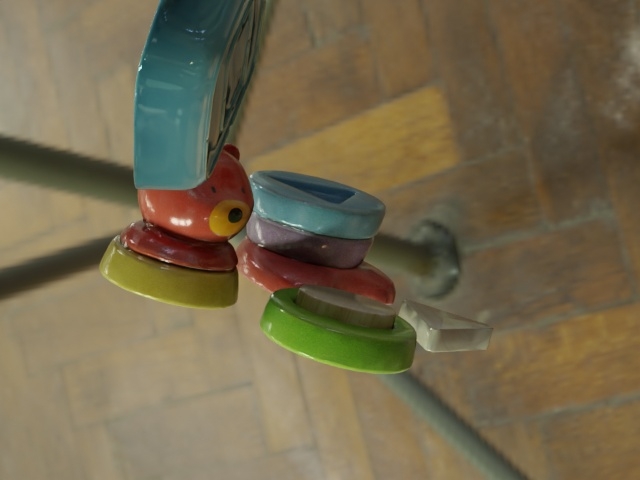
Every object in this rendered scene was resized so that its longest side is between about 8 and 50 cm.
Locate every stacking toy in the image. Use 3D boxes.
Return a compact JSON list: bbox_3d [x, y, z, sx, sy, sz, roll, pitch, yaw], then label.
[{"bbox_3d":[0.000,0.000,1.535,0.279,0.309,0.130,22,104,30],"label":"stacking toy"}]

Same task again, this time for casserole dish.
[{"bbox_3d":[-0.057,-0.090,0.873,0.188,0.037,0.114,107,-176,-68],"label":"casserole dish"}]
